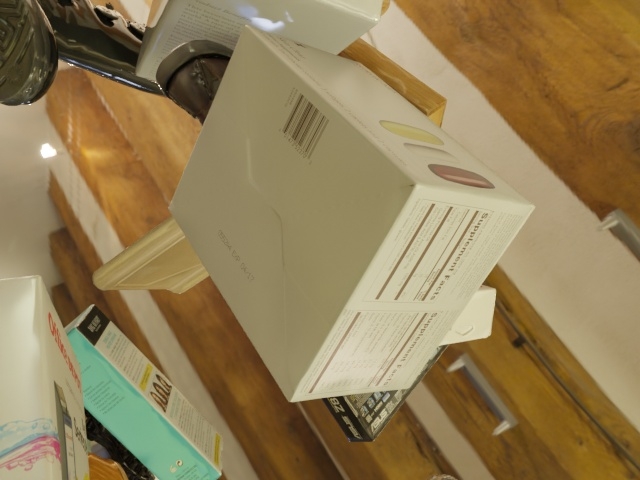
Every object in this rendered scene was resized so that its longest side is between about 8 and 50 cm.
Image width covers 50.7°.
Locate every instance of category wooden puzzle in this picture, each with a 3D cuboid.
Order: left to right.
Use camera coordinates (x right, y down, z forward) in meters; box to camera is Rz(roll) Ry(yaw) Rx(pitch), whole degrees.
[{"bbox_3d":[-0.234,0.017,1.142,0.221,0.239,0.044,-34,-108,14],"label":"wooden puzzle"}]

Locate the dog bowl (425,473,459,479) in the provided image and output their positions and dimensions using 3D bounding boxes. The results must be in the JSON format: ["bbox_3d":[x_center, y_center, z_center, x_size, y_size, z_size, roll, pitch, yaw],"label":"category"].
[{"bbox_3d":[0.256,0.678,1.411,0.349,0.102,0.348,174,-90,-66],"label":"dog bowl"}]

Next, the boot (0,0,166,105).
[{"bbox_3d":[-0.377,-0.300,1.081,0.146,0.445,0.367,-46,-113,14],"label":"boot"}]

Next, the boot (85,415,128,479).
[{"bbox_3d":[-0.445,0.392,1.092,0.295,0.211,0.104,48,-60,26],"label":"boot"}]

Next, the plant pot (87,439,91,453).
[{"bbox_3d":[-0.591,0.399,1.349,0.293,0.293,0.196,114,-15,-49],"label":"plant pot"}]

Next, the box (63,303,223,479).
[{"bbox_3d":[-0.219,0.194,0.810,0.244,0.060,0.100,49,1,-12],"label":"box"}]

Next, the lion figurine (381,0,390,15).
[{"bbox_3d":[0.087,-0.615,1.529,0.142,0.240,0.392,136,-50,-73],"label":"lion figurine"}]

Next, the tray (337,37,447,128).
[{"bbox_3d":[0.130,-0.376,1.702,0.411,0.076,0.203,44,-24,25],"label":"tray"}]

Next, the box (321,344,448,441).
[{"bbox_3d":[0.128,0.250,1.686,0.097,0.395,0.318,-19,-74,48],"label":"box"}]

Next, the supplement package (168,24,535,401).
[{"bbox_3d":[0.008,-0.029,0.595,0.262,0.145,0.204,50,-58,39],"label":"supplement package"}]

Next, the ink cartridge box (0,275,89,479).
[{"bbox_3d":[-0.174,0.146,0.356,0.154,0.093,0.212,109,-32,-58],"label":"ink cartridge box"}]

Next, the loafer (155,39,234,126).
[{"bbox_3d":[-0.068,-0.161,0.829,0.109,0.302,0.095,-43,-110,27],"label":"loafer"}]

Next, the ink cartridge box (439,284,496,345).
[{"bbox_3d":[0.224,0.136,1.524,0.273,0.198,0.114,16,-76,50],"label":"ink cartridge box"}]

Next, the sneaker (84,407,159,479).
[{"bbox_3d":[-0.374,0.331,1.256,0.271,0.108,0.100,47,-52,4],"label":"sneaker"}]

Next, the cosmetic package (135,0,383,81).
[{"bbox_3d":[-0.105,-0.336,0.957,0.453,0.230,0.161,-8,-110,66],"label":"cosmetic package"}]
